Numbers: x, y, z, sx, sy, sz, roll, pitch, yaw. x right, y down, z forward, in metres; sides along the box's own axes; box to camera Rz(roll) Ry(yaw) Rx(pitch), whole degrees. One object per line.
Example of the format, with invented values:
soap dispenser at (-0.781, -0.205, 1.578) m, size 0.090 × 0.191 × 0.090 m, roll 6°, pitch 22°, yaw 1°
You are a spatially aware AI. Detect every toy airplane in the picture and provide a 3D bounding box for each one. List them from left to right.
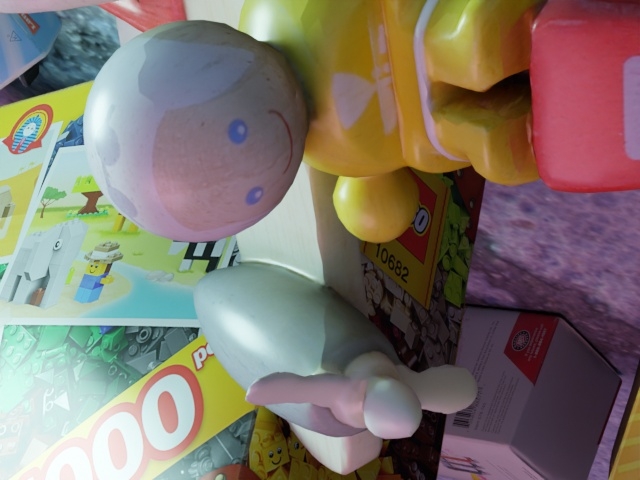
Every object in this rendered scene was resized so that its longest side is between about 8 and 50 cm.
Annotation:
toy airplane at (-0.023, -0.097, 0.659) m, size 0.386 × 0.272 × 0.384 m, roll 47°, pitch 136°, yaw -1°

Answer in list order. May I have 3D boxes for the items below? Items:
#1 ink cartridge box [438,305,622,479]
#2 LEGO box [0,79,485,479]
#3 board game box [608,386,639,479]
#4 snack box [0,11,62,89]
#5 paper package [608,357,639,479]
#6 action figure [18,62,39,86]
ink cartridge box at (0.149, 0.142, 1.350) m, size 0.176 × 0.128 × 0.127 m, roll 5°, pitch 154°, yaw 43°
LEGO box at (-0.161, 0.090, 1.048) m, size 0.500 × 0.372 × 0.193 m, roll -11°, pitch 144°, yaw 35°
board game box at (0.375, 0.123, 0.705) m, size 0.356 × 0.356 × 0.356 m, roll 9°, pitch 156°, yaw 34°
snack box at (-0.322, -0.184, 0.850) m, size 0.187 × 0.060 × 0.322 m, roll -33°, pitch 111°, yaw 18°
paper package at (0.379, 0.180, 1.137) m, size 0.310 × 0.168 × 0.325 m, roll 16°, pitch 159°, yaw 17°
action figure at (-0.307, -0.182, 0.970) m, size 0.285 × 0.185 × 0.099 m, roll 10°, pitch 144°, yaw 14°
